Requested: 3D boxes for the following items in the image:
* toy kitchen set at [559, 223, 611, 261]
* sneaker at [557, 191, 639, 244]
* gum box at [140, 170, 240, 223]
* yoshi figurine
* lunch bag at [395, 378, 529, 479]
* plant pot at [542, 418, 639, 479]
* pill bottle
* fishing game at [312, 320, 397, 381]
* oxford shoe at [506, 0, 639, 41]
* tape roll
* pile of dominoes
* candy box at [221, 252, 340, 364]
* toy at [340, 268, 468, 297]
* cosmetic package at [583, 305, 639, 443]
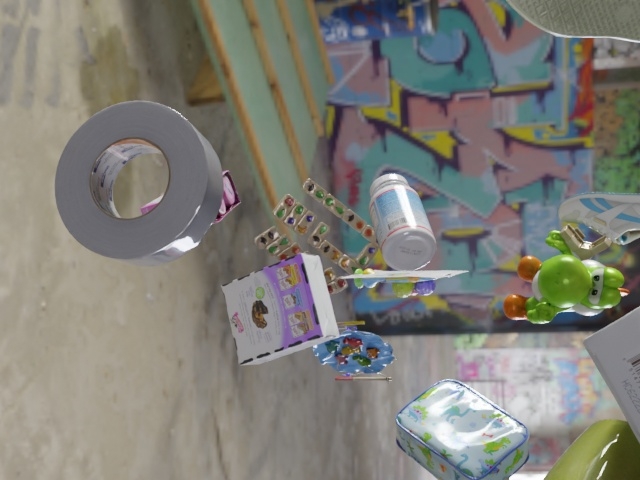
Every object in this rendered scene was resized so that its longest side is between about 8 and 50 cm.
[{"bbox_3d":[0.587,-0.015,2.099,0.083,0.075,0.068,49,40,-4],"label":"toy kitchen set"},{"bbox_3d":[0.584,-0.043,1.932,0.087,0.229,0.092,21,76,-47],"label":"sneaker"},{"bbox_3d":[-0.207,-0.055,1.537,0.188,0.107,0.062,-59,130,-75],"label":"gum box"},{"bbox_3d":[0.516,0.093,2.111,0.203,0.203,0.362,66,-17,-2],"label":"yoshi figurine"},{"bbox_3d":[0.260,0.357,1.732,0.176,0.219,0.090,-33,135,-29],"label":"lunch bag"},{"bbox_3d":[0.483,0.462,1.630,0.293,0.275,0.274,-56,147,-38],"label":"plant pot"},{"bbox_3d":[0.126,-0.033,1.528,0.160,0.087,0.087,-103,180,-47],"label":"pill bottle"},{"bbox_3d":[0.074,0.258,2.124,0.264,0.189,0.041,70,23,-51],"label":"fishing game"},{"bbox_3d":[0.530,-0.495,1.915,0.130,0.449,0.169,60,-43,48],"label":"oxford shoe"},{"bbox_3d":[-0.246,-0.076,1.302,0.072,0.219,0.219,43,46,-74],"label":"tape roll"},{"bbox_3d":[0.000,0.000,2.156,0.196,0.251,0.040,-53,-171,-2],"label":"pile of dominoes"},{"bbox_3d":[-0.079,0.134,1.822,0.070,0.196,0.164,10,62,-59],"label":"candy box"},{"bbox_3d":[0.177,0.091,2.018,0.137,0.237,0.056,-9,99,-53],"label":"toy"},{"bbox_3d":[0.631,0.252,1.605,0.453,0.161,0.230,21,39,-53],"label":"cosmetic package"}]
